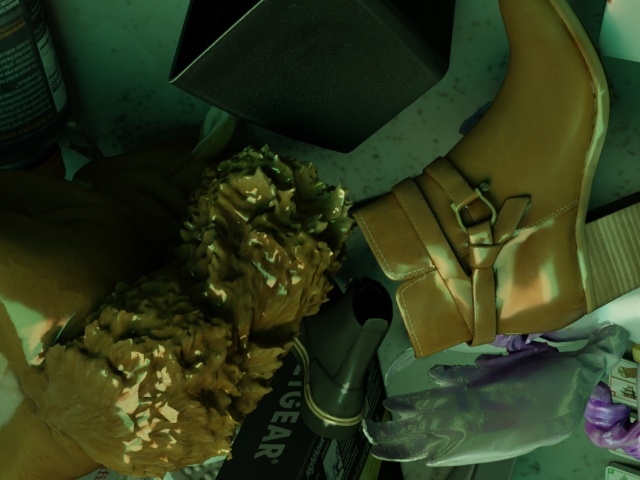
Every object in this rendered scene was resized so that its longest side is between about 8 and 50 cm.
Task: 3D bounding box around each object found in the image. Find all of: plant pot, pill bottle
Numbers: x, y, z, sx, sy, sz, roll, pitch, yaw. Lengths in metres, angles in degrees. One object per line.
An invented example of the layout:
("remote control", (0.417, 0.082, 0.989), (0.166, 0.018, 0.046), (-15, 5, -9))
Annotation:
("plant pot", (0.008, -0.187, 1.623), (0.167, 0.188, 0.187), (37, 126, -23))
("pill bottle", (-0.300, -0.154, 1.759), (0.130, 0.130, 0.246), (-2, 121, 19))

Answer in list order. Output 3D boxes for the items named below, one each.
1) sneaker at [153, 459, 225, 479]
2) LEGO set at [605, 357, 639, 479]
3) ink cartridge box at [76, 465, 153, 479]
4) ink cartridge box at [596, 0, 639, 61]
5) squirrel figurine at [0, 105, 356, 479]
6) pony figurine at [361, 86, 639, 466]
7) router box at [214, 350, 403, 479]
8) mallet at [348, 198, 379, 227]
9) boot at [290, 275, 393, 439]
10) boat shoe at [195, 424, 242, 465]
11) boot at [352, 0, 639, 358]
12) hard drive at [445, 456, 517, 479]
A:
("sneaker", (-0.097, 0.296, 2.019), (0.235, 0.090, 0.095), (44, 133, -11))
("LEGO set", (0.386, 0.201, 1.825), (0.244, 0.060, 0.182), (16, 127, 28))
("ink cartridge box", (-0.289, 0.299, 2.031), (0.218, 0.158, 0.092), (-8, 118, 22))
("ink cartridge box", (0.258, -0.214, 1.544), (0.056, 0.135, 0.099), (12, 125, 6))
("squirrel figurine", (-0.142, 0.037, 1.646), (0.397, 0.370, 0.281), (7, 116, 34))
("pony figurine", (0.216, 0.057, 1.679), (0.351, 0.303, 0.363), (-1, 107, 8))
("router box", (-0.007, 0.250, 1.819), (0.081, 0.309, 0.243), (-1, 121, 18))
("mallet", (0.000, 0.000, 1.827), (0.189, 0.039, 0.062), (-14, 117, 20))
("boot", (0.024, 0.060, 1.738), (0.077, 0.198, 0.137), (5, 129, -19))
("boat shoe", (-0.185, 0.164, 1.960), (0.227, 0.079, 0.081), (10, 128, 15))
("boot", (0.128, -0.060, 1.539), (0.220, 0.109, 0.283), (-20, 94, 4))
("hard drive", (0.095, 0.332, 1.905), (0.040, 0.203, 0.307), (28, 126, -1))
